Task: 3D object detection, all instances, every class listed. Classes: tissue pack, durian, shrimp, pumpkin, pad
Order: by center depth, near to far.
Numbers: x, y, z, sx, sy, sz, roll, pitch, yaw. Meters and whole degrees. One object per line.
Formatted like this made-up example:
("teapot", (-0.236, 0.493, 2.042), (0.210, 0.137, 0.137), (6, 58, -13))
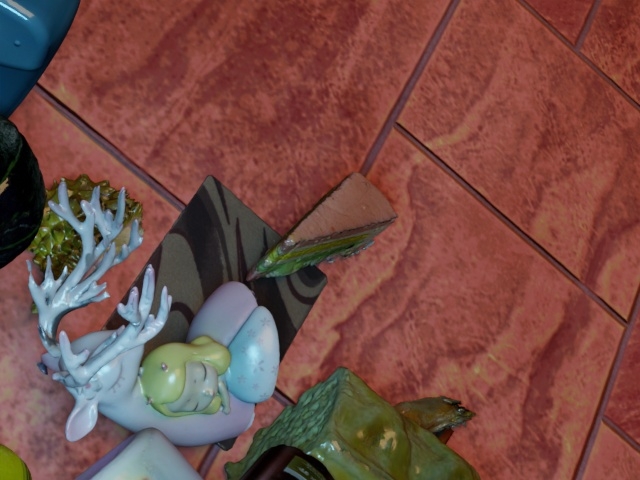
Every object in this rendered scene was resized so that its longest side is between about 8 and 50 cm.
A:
("pumpkin", (-0.412, -0.053, 1.836), (0.220, 0.220, 0.162), (34, 41, -18))
("tissue pack", (-0.403, -0.245, 1.906), (0.198, 0.287, 0.206), (29, 39, -19))
("durian", (-0.285, -0.001, 1.998), (0.140, 0.078, 0.224), (36, 47, -16))
("pad", (-0.128, 0.085, 2.122), (0.220, 0.004, 0.330), (41, 47, -12))
("shrimp", (0.138, 0.253, 2.212), (0.190, 0.042, 0.101), (-17, 97, -43))

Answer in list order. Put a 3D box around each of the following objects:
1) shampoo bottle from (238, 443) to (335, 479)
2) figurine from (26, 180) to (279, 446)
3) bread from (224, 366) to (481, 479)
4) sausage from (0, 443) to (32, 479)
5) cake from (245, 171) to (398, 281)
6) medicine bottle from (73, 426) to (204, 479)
("shampoo bottle", (-0.043, 0.292, 1.741), (0.129, 0.084, 0.323), (49, 8, 4))
("figurine", (-0.199, 0.094, 1.890), (0.316, 0.284, 0.206), (-1, 35, -44))
("bread", (0.044, 0.299, 2.010), (0.252, 0.238, 0.196), (46, 6, -12))
("sausage", (-0.445, 0.245, 1.700), (0.347, 0.123, 0.123), (14, 57, -30))
("cake", (-0.010, -0.019, 2.194), (0.225, 0.109, 0.090), (-18, 75, -47))
("medicine bottle", (-0.139, 0.408, 1.781), (0.388, 0.219, 0.219), (51, 46, -4))
